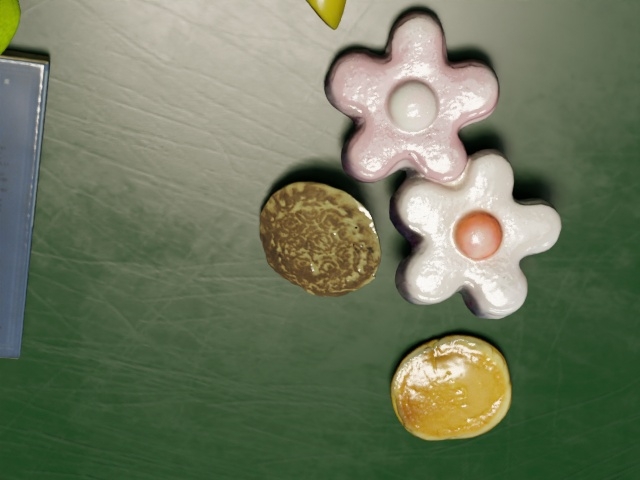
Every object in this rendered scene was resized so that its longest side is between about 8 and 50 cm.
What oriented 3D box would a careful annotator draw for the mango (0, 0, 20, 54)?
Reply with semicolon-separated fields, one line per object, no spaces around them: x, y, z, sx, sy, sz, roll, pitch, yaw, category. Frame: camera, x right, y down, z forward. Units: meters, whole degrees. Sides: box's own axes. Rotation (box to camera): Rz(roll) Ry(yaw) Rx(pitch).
-0.387;-0.201;1.166;0.343;0.156;0.192;15;102;-15;mango

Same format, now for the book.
-0.327;-0.034;1.316;0.191;0.025;0.269;7;113;-7;book

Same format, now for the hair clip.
0.100;-0.056;1.310;0.146;0.075;0.257;-22;109;11;hair clip

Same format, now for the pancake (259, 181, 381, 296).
-0.001;0.001;1.332;0.115;0.011;0.115;14;125;21;pancake

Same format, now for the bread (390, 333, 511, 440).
0.115;0.131;1.414;0.110;0.024;0.110;-1;115;-2;bread

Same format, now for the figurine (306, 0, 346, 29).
0.027;-0.284;1.113;0.218;0.169;0.327;-7;161;25;figurine
